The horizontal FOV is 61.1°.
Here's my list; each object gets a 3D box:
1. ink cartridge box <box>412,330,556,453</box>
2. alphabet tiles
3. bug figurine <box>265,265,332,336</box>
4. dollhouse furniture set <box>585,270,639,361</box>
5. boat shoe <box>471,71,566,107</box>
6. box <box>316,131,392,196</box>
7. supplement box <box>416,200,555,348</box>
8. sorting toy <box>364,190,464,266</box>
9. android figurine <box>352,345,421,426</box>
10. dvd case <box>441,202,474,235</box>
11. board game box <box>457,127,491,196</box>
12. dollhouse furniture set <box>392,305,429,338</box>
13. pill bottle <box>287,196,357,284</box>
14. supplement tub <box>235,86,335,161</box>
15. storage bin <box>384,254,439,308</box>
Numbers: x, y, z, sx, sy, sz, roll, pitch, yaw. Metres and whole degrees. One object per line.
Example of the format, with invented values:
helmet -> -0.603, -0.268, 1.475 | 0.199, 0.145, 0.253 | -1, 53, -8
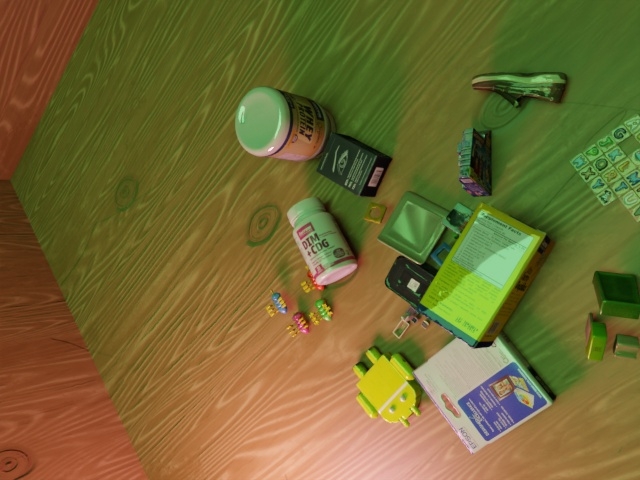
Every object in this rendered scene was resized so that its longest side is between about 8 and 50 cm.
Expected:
ink cartridge box -> 0.485, 0.434, 1.640 | 0.307, 0.072, 0.303 | -47, 67, 29
alphabet tiles -> 0.807, -0.177, 1.414 | 0.198, 0.009, 0.237 | -40, 69, 30
bug figurine -> -0.064, 0.232, 2.021 | 0.279, 0.072, 0.216 | -34, 79, 27
dollhouse furniture set -> 0.847, 0.215, 1.369 | 0.302, 0.151, 0.197 | 7, 118, 18
boat shoe -> 0.553, -0.424, 1.536 | 0.258, 0.095, 0.095 | 11, 104, 35
box -> 0.112, -0.259, 1.849 | 0.207, 0.108, 0.153 | 35, 112, 30
supplement box -> 0.464, 0.102, 1.519 | 0.194, 0.195, 0.356 | 34, 99, 30
sorting toy -> 0.304, -0.041, 1.745 | 0.348, 0.047, 0.195 | 32, 89, 29
android figurine -> 0.228, 0.500, 1.834 | 0.272, 0.056, 0.248 | 50, 118, 25
dvd case -> 0.443, -0.053, 1.653 | 0.119, 0.013, 0.087 | 38, 82, 27
board game box -> 0.449, -0.247, 1.584 | 0.060, 0.194, 0.193 | 0, 78, 35
dollhouse furniture set -> 0.280, 0.287, 1.768 | 0.091, 0.081, 0.114 | 43, 115, 27
pill bottle -> 0.000, 0.000, 1.908 | 0.160, 0.160, 0.282 | -38, 70, 31
supplement tub -> -0.113, -0.393, 1.877 | 0.229, 0.316, 0.228 | 2, 94, 36
storage bin -> 0.312, 0.136, 1.738 | 0.180, 0.084, 0.122 | 36, 112, 30
